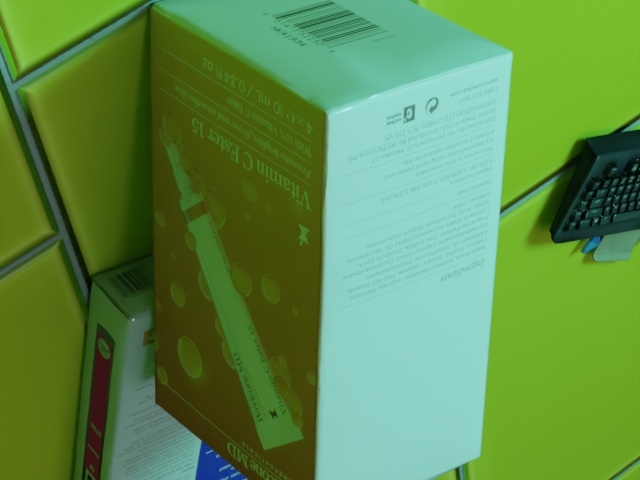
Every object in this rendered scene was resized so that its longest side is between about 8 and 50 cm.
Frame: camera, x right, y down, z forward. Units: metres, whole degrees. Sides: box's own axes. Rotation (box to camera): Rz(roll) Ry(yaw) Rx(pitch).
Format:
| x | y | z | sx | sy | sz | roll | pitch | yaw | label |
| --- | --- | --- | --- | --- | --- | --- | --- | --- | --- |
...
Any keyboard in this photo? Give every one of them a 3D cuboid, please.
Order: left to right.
| x | y | z | sx | sy | sz | roll | pitch | yaw | label |
| --- | --- | --- | --- | --- | --- | --- | --- | --- | --- |
| 0.368 | -0.093 | 1.969 | 0.317 | 0.033 | 0.201 | -11 | 131 | -43 | keyboard |

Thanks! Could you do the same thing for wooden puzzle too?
| x | y | z | sx | sy | sz | roll | pitch | yaw | label |
| --- | --- | --- | --- | --- | --- | --- | --- | --- | --- |
| 0.315 | -0.012 | 2.030 | 0.116 | 0.014 | 0.078 | 6 | 118 | -51 | wooden puzzle |

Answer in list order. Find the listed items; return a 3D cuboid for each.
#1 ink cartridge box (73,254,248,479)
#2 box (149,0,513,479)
| x | y | z | sx | sy | sz | roll | pitch | yaw | label |
| --- | --- | --- | --- | --- | --- | --- | --- | --- | --- |
| -0.121 | 0.153 | 1.688 | 0.175 | 0.069 | 0.371 | -22 | 139 | -32 | ink cartridge box |
| 0.000 | 0.000 | 1.447 | 0.168 | 0.215 | 0.345 | -20 | 126 | -33 | box |
